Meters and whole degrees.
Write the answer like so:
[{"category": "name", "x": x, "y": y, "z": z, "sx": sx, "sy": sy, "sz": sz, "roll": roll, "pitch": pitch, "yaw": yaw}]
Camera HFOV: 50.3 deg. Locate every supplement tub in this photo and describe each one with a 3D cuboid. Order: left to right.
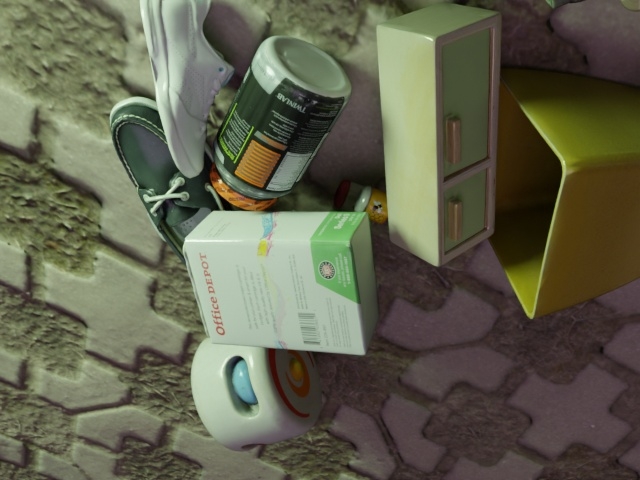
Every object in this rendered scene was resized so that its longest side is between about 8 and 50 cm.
[{"category": "supplement tub", "x": -0.054, "y": -0.132, "z": 0.802, "sx": 0.117, "sy": 0.117, "sz": 0.190, "roll": 25, "pitch": 129, "yaw": -14}]

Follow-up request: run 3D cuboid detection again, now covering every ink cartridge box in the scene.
[{"category": "ink cartridge box", "x": -0.044, "y": 0.049, "z": 0.837, "sx": 0.212, "sy": 0.093, "sz": 0.154, "roll": 0, "pitch": 118, "yaw": 19}]

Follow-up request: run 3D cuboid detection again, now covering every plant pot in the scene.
[{"category": "plant pot", "x": 0.306, "y": -0.067, "z": 0.776, "sx": 0.187, "sy": 0.212, "sz": 0.212, "roll": -8, "pitch": 130, "yaw": -4}]

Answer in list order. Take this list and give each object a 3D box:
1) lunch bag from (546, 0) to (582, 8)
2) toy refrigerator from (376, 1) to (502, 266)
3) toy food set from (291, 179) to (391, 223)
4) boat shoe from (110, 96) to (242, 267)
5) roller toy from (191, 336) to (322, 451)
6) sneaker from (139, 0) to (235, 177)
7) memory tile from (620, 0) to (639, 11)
[{"category": "lunch bag", "x": 0.269, "y": -0.298, "z": 0.518, "sx": 0.235, "sy": 0.287, "sz": 0.169, "roll": -11, "pitch": 128, "yaw": 16}, {"category": "toy refrigerator", "x": 0.138, "y": -0.114, "z": 0.766, "sx": 0.102, "sy": 0.094, "sz": 0.269, "roll": -27, "pitch": 128, "yaw": -29}, {"category": "toy food set", "x": 0.000, "y": 0.000, "z": 0.910, "sx": 0.104, "sy": 0.111, "sz": 0.232, "roll": 20, "pitch": 128, "yaw": -11}, {"category": "boat shoe", "x": -0.175, "y": -0.048, "z": 0.901, "sx": 0.114, "sy": 0.091, "sz": 0.302, "roll": -22, "pitch": 124, "yaw": 22}, {"category": "roller toy", "x": -0.088, "y": 0.219, "z": 1.051, "sx": 0.146, "sy": 0.191, "sz": 0.209, "roll": -22, "pitch": 124, "yaw": 21}, {"category": "sneaker", "x": -0.143, "y": -0.176, "z": 0.788, "sx": 0.094, "sy": 0.080, "sz": 0.212, "roll": -11, "pitch": 117, "yaw": -10}, {"category": "memory tile", "x": 0.378, "y": -0.250, "z": 0.654, "sx": 0.148, "sy": 0.012, "sz": 0.113, "roll": 37, "pitch": 108, "yaw": 21}]
